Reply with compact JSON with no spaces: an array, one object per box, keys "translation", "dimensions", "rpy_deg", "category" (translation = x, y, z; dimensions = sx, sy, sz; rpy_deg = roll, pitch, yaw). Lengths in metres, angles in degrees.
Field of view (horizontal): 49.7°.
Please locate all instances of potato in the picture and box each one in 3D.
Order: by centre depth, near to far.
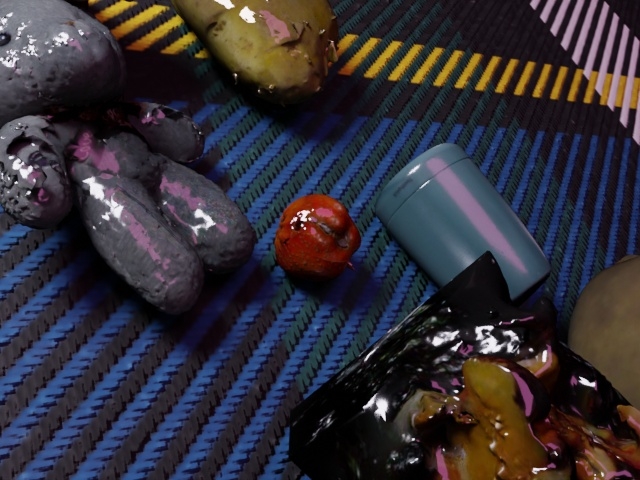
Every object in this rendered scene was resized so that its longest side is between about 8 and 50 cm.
[{"translation":[-0.077,-0.286,0.851],"dimensions":[0.192,0.141,0.296],"rpy_deg":[-9,59,-31],"category":"potato"}]

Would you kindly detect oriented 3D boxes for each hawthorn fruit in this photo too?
[{"translation":[0.000,0.000,0.683],"dimensions":[0.093,0.093,0.093],"rpy_deg":[15,46,-17],"category":"hawthorn fruit"}]

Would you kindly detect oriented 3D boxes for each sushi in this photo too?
[{"translation":[0.130,0.170,0.482],"dimensions":[0.227,0.215,0.212],"rpy_deg":[50,5,-6],"category":"sushi"}]

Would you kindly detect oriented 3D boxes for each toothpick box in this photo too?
[{"translation":[0.156,-0.004,0.745],"dimensions":[0.120,0.120,0.184],"rpy_deg":[-25,69,-41],"category":"toothpick box"}]

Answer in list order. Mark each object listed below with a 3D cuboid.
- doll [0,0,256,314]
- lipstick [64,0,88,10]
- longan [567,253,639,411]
[{"translation":[-0.189,-0.100,0.609],"dimensions":[0.340,0.158,0.246],"rpy_deg":[43,37,12],"category":"doll"},{"translation":[-0.372,-0.283,0.727],"dimensions":[0.241,0.080,0.080],"rpy_deg":[-2,54,-30],"category":"lipstick"},{"translation":[0.416,0.117,0.674],"dimensions":[0.350,0.288,0.288],"rpy_deg":[2,51,-16],"category":"longan"}]
